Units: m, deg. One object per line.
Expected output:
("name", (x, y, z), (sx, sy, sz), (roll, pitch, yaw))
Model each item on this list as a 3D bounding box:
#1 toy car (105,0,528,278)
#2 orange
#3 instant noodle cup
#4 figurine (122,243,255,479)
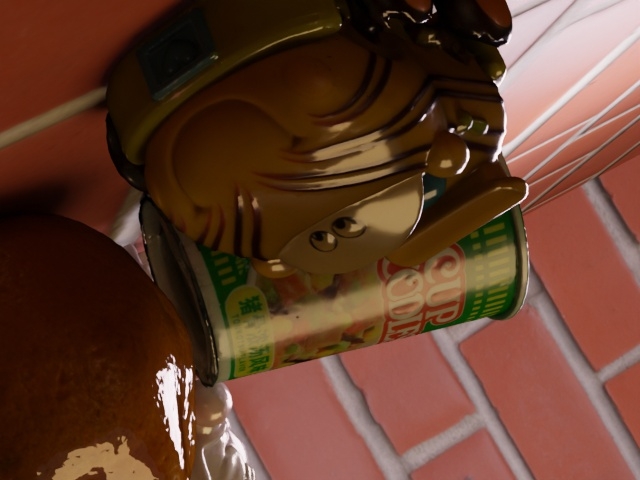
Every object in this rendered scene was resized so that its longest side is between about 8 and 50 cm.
("toy car", (0.009, -0.053, 0.954), (0.200, 0.142, 0.248), (-33, 160, 32))
("orange", (-0.168, 0.095, 1.105), (0.183, 0.249, 0.249), (-44, 178, -20))
("instant noodle cup", (0.000, 0.000, 1.280), (0.233, 0.207, 0.207), (-20, 171, -15))
("figurine", (-0.131, 0.138, 1.396), (0.182, 0.256, 0.144), (-32, 171, 35))
